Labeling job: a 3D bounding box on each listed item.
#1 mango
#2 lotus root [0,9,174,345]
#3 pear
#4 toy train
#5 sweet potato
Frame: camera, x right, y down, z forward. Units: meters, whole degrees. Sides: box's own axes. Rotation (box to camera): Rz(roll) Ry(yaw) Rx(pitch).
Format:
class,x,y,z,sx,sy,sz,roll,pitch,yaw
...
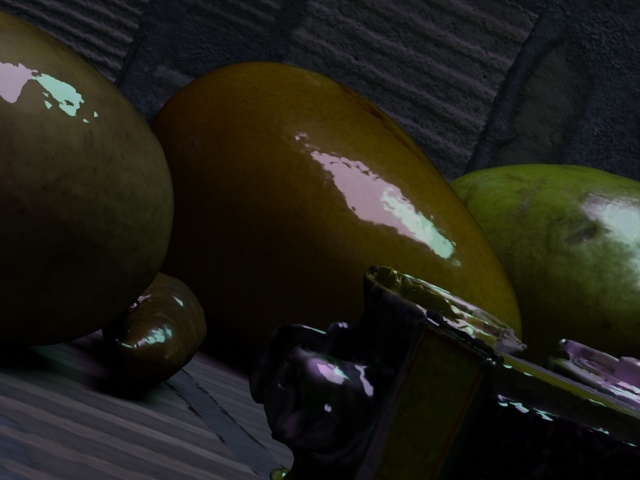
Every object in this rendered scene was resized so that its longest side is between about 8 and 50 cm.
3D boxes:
class,x,y,z,sx,sy,sz,roll,pitch,yaw
mango,0.000,0.000,1.514,0.264,0.221,0.378,25,9,-46
lotus root,-0.167,-0.025,1.053,0.183,0.183,0.310,25,-3,25
pear,0.202,0.057,1.660,0.269,0.269,0.321,23,1,-30
toy train,0.098,0.109,0.885,0.261,0.134,0.177,22,3,-27
sweet potato,-0.102,0.050,1.172,0.067,0.067,0.274,24,2,-6
